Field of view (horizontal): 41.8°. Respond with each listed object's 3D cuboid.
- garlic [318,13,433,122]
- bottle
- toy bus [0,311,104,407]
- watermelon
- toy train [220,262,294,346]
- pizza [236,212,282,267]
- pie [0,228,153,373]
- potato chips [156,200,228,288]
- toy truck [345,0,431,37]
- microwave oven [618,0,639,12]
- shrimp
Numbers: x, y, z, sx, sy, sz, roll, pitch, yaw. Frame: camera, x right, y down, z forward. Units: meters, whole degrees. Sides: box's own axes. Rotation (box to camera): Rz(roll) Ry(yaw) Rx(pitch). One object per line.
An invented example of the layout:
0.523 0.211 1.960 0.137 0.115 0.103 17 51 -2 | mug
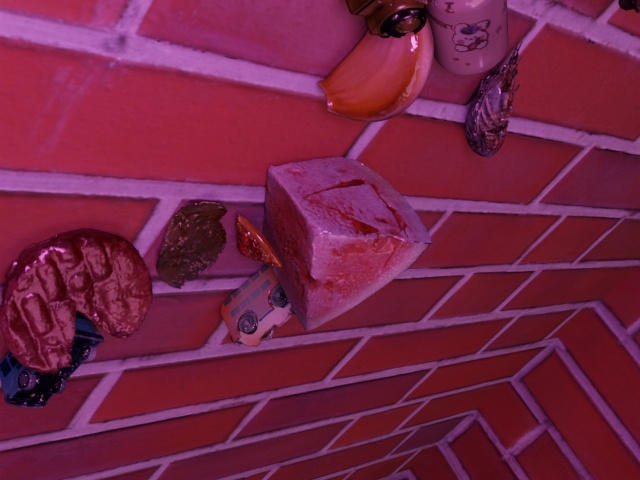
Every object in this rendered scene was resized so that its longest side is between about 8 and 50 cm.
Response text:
0.097 -0.251 1.138 0.115 0.128 0.206 -36 158 -56 | garlic
0.190 -0.324 1.099 0.110 0.110 0.233 -32 153 -2 | bottle
-0.418 0.175 1.283 0.160 0.092 0.079 -47 146 13 | toy bus
0.000 0.000 1.309 0.262 0.213 0.201 -43 151 19 | watermelon
-0.100 0.113 1.516 0.188 0.099 0.072 -40 149 16 | toy train
-0.102 0.013 1.346 0.029 0.099 0.100 -42 158 -22 | pizza
-0.341 0.081 1.176 0.219 0.054 0.204 -13 118 -33 | pie
-0.196 0.007 1.321 0.142 0.026 0.209 -2 140 -48 | potato chips
0.101 -0.338 0.918 0.127 0.127 0.257 -6 159 -28 | toy truck
0.432 -0.451 1.075 0.178 0.188 0.247 -31 157 8 | microwave oven
0.291 -0.234 1.392 0.090 0.079 0.233 -23 146 -29 | shrimp
